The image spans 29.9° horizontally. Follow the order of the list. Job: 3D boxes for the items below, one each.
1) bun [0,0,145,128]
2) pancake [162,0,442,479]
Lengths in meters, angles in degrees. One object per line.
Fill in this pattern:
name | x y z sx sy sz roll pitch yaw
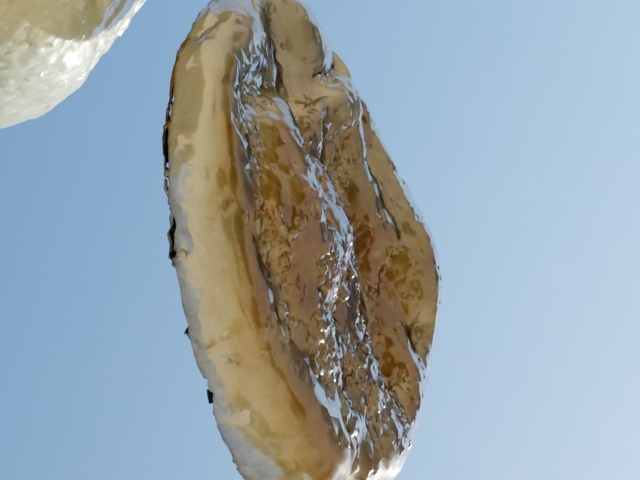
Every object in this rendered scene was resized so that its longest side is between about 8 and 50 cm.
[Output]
bun | -0.215 -0.251 0.790 0.227 0.352 0.349 -12 -125 -27
pancake | 0.000 0.001 0.871 0.387 0.082 0.387 -12 -90 -68
